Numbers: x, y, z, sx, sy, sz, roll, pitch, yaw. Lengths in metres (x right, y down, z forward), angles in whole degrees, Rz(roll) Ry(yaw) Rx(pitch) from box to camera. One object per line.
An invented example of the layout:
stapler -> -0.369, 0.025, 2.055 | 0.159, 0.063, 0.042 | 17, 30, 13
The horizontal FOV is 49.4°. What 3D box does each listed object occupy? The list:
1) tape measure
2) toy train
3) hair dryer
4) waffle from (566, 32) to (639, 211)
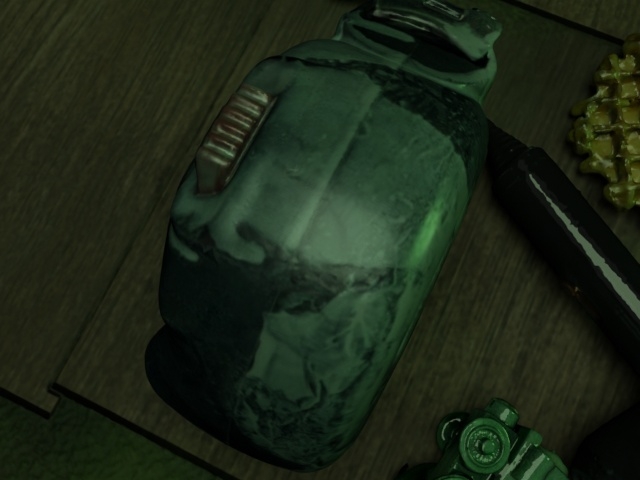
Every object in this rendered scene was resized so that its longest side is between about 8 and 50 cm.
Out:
tape measure -> 0.000, 0.000, 0.444 | 0.147, 0.256, 0.275 | 25, 51, 8
toy train -> 0.102, 0.201, 0.487 | 0.105, 0.071, 0.178 | 37, 80, 1
hair dryer -> 0.205, 0.047, 0.523 | 0.189, 0.107, 0.352 | -33, 70, -6
waffle -> 0.297, -0.089, 0.575 | 0.191, 0.038, 0.191 | 0, 76, 0
